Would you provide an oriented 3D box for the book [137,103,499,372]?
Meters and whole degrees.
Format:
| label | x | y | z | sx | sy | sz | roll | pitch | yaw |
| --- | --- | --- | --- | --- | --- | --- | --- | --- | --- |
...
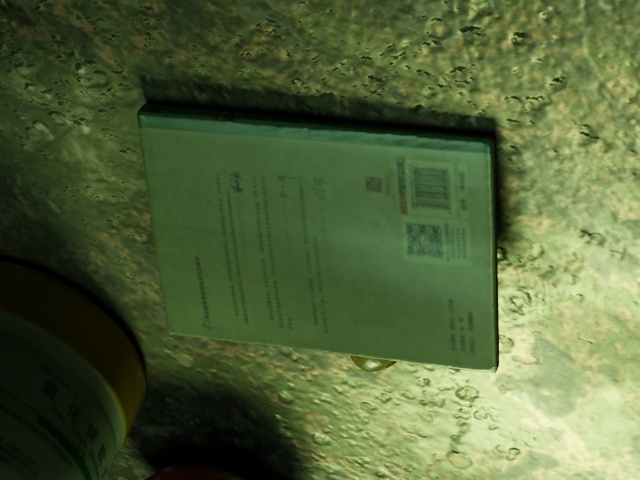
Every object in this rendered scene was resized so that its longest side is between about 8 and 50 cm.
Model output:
| label | x | y | z | sx | sy | sz | roll | pitch | yaw |
| --- | --- | --- | --- | --- | --- | --- | --- | --- | --- |
| book | 0.000 | 0.000 | 1.390 | 0.282 | 0.025 | 0.215 | 8 | 124 | 18 |

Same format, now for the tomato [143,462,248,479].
| label | x | y | z | sx | sy | sz | roll | pitch | yaw |
| --- | --- | --- | --- | --- | --- | --- | --- | --- | --- |
| tomato | -0.111 | 0.289 | 1.702 | 0.187 | 0.151 | 0.187 | 1 | 93 | 20 |

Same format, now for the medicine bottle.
| label | x | y | z | sx | sy | sz | roll | pitch | yaw |
| --- | --- | --- | --- | --- | --- | --- | --- | --- | --- |
| medicine bottle | -0.302 | 0.175 | 1.596 | 0.238 | 0.232 | 0.238 | 13 | 139 | 11 |

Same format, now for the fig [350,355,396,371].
| label | x | y | z | sx | sy | sz | roll | pitch | yaw |
| --- | --- | --- | --- | --- | --- | --- | --- | --- | --- |
| fig | 0.034 | 0.068 | 1.469 | 0.083 | 0.050 | 0.050 | 51 | 137 | 2 |
